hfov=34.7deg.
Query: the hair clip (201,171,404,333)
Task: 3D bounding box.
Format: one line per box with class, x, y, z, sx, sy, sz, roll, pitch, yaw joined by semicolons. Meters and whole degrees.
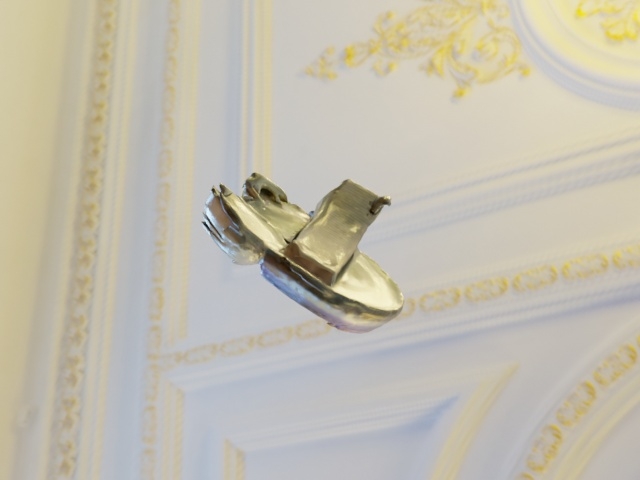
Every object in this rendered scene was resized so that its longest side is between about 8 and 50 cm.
hair clip;0.000;0.001;0.567;0.116;0.172;0.049;33;-73;2
